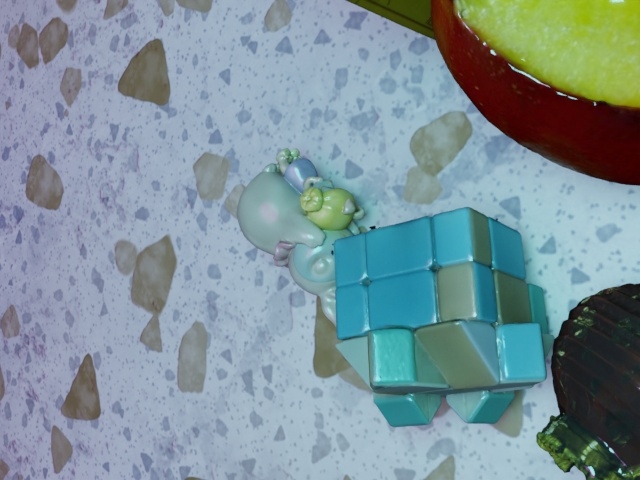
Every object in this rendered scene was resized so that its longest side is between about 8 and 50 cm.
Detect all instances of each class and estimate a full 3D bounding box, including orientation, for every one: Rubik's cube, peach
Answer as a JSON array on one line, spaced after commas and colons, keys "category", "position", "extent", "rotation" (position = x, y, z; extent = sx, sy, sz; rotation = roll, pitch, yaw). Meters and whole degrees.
[{"category": "Rubik's cube", "position": [0.123, 0.098, 0.832], "extent": [0.265, 0.224, 0.213], "rotation": [-14, 70, 37]}, {"category": "peach", "position": [0.254, -0.204, 0.664], "extent": [0.281, 0.338, 0.281], "rotation": [-38, 35, 33]}]

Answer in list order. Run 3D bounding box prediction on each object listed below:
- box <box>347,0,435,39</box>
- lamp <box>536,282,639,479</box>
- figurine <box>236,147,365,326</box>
[{"category": "box", "position": [0.125, -0.347, 0.722], "extent": [0.264, 0.415, 0.116], "rotation": [-49, 56, 28]}, {"category": "lamp", "position": [0.317, 0.152, 0.679], "extent": [0.246, 0.247, 0.247], "rotation": [-1, 89, 38]}, {"category": "figurine", "position": [0.000, 0.000, 1.006], "extent": [0.235, 0.127, 0.155], "rotation": [44, 105, 25]}]
